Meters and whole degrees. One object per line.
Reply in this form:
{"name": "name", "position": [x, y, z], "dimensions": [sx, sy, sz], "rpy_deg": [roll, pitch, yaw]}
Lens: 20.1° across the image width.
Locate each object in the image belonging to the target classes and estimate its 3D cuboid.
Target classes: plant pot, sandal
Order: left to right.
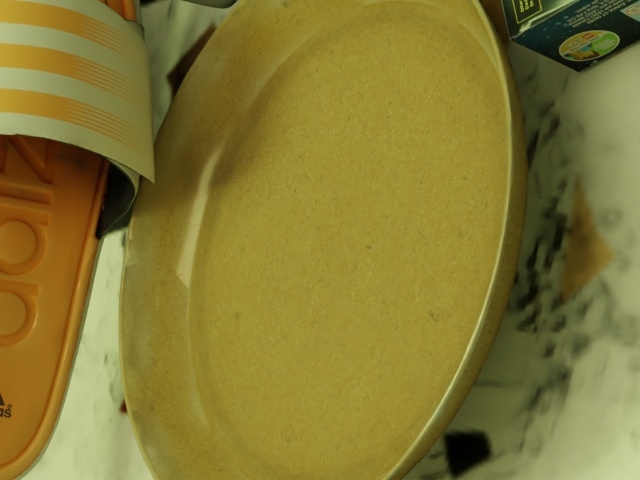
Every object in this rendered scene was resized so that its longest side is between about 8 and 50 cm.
{"name": "sandal", "position": [-0.114, -0.025, 0.749], "dimensions": [0.076, 0.102, 0.265], "rpy_deg": [0, 84, 59]}
{"name": "plant pot", "position": [0.000, 0.000, 0.691], "dimensions": [0.236, 0.032, 0.236], "rpy_deg": [-25, 57, 46]}

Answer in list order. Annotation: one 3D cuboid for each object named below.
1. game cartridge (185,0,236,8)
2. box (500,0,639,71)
{"name": "game cartridge", "position": [-0.030, -0.257, 0.766], "dimensions": [0.196, 0.060, 0.294], "rpy_deg": [-42, 44, 50]}
{"name": "box", "position": [0.120, -0.198, 0.640], "dimensions": [0.159, 0.044, 0.233], "rpy_deg": [-28, 60, 37]}
